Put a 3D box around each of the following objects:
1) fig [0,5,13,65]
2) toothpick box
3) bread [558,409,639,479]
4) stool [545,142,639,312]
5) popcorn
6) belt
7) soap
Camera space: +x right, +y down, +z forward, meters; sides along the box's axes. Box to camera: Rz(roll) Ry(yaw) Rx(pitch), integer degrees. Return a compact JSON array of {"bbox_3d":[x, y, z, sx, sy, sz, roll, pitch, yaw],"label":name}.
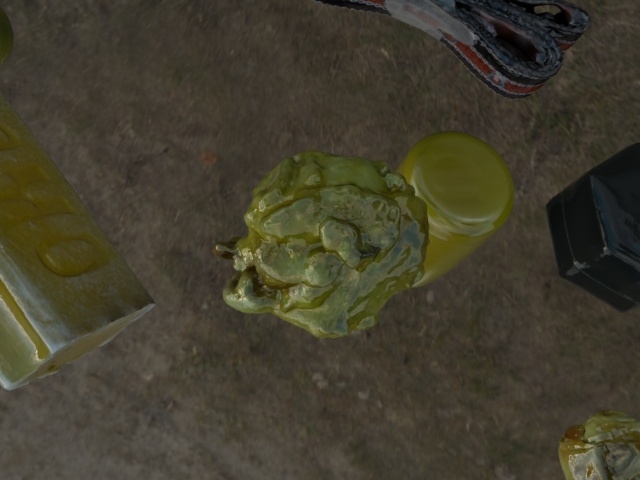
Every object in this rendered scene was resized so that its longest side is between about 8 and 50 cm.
[{"bbox_3d":[-0.438,-0.245,1.160,0.152,0.136,0.121,19,109,-8],"label":"fig"},{"bbox_3d":[0.170,-0.034,1.535,0.174,0.175,0.271,20,151,-7],"label":"toothpick box"},{"bbox_3d":[0.303,0.323,0.847,0.084,0.077,0.368,-22,83,1],"label":"bread"},{"bbox_3d":[0.456,-0.017,1.456,0.232,0.232,0.141,26,150,-10],"label":"stool"},{"bbox_3d":[0.000,0.000,1.200,0.265,0.192,0.233,-17,133,-2],"label":"popcorn"},{"bbox_3d":[0.104,-0.267,1.055,0.359,0.094,0.126,21,79,-2],"label":"belt"},{"bbox_3d":[-0.283,-0.016,0.869,0.089,0.173,0.274,-38,86,20],"label":"soap"}]
